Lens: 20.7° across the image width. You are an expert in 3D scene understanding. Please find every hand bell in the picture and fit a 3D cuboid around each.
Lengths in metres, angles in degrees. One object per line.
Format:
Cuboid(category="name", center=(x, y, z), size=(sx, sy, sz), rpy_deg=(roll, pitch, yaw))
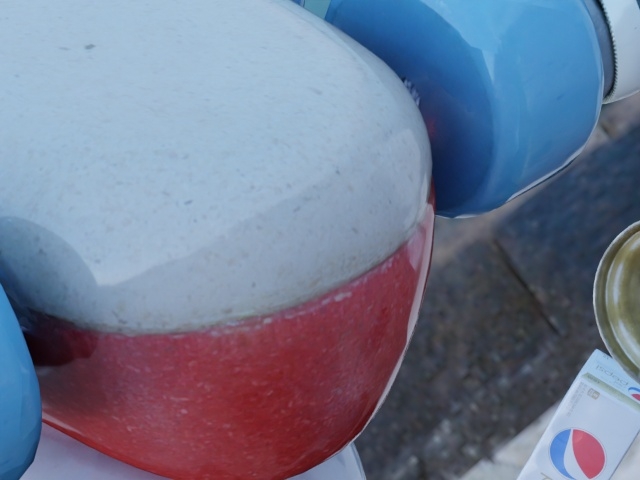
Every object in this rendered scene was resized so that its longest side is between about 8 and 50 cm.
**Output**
Cuboid(category="hand bell", center=(0.299, 0.019, 1.209), size=(0.126, 0.126, 0.242), rpy_deg=(-18, 1, 38))

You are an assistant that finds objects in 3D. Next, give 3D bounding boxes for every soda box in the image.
Cuboid(category="soda box", center=(0.230, 0.211, 1.621), size=(0.216, 0.074, 0.069), rpy_deg=(-64, -12, 27))

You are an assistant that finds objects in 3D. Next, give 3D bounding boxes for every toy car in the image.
Cuboid(category="toy car", center=(-0.061, 0.044, 0.476), size=(0.219, 0.238, 0.210), rpy_deg=(-29, 39, -36))

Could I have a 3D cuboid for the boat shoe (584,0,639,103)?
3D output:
Cuboid(category="boat shoe", center=(0.061, -0.152, 0.996), size=(0.099, 0.116, 0.319), rpy_deg=(-22, 34, -15))
